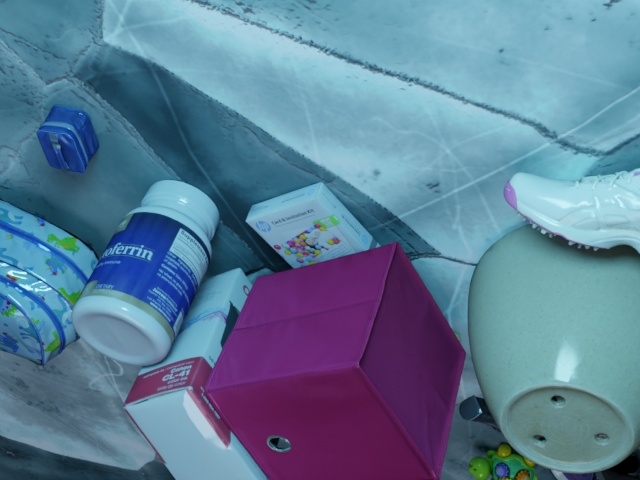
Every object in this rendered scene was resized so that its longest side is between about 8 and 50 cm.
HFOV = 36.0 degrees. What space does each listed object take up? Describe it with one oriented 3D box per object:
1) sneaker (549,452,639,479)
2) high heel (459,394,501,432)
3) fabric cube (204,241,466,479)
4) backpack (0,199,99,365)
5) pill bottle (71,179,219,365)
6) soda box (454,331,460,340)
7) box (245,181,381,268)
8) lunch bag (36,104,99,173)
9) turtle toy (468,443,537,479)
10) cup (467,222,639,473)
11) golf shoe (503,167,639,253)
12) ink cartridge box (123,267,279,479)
[{"bbox_3d":[0.528,0.436,1.742,0.124,0.107,0.283,-27,123,39],"label":"sneaker"},{"bbox_3d":[0.376,0.245,1.625,0.261,0.093,0.186,-28,153,26],"label":"high heel"},{"bbox_3d":[0.033,0.197,1.460,0.258,0.259,0.254,-14,124,30],"label":"fabric cube"},{"bbox_3d":[-0.555,0.060,1.707,0.355,0.273,0.290,12,138,-8],"label":"backpack"},{"bbox_3d":[-0.255,0.043,1.492,0.153,0.265,0.153,13,142,10],"label":"pill bottle"},{"bbox_3d":[0.170,0.212,1.664,0.058,0.061,0.181,24,143,-3],"label":"soda box"},{"bbox_3d":[0.000,0.000,1.501,0.145,0.038,0.186,-16,129,39],"label":"box"},{"bbox_3d":[-0.381,-0.146,1.481,0.067,0.065,0.098,10,142,16],"label":"lunch bag"},{"bbox_3d":[0.344,0.433,1.856,0.130,0.066,0.095,15,143,8],"label":"turtle toy"},{"bbox_3d":[0.341,0.168,1.325,0.331,0.237,0.331,12,131,14],"label":"cup"},{"bbox_3d":[0.383,-0.048,1.214,0.306,0.115,0.140,19,114,14],"label":"golf shoe"},{"bbox_3d":[-0.158,0.224,1.549,0.131,0.306,0.226,-20,117,24],"label":"ink cartridge box"}]
